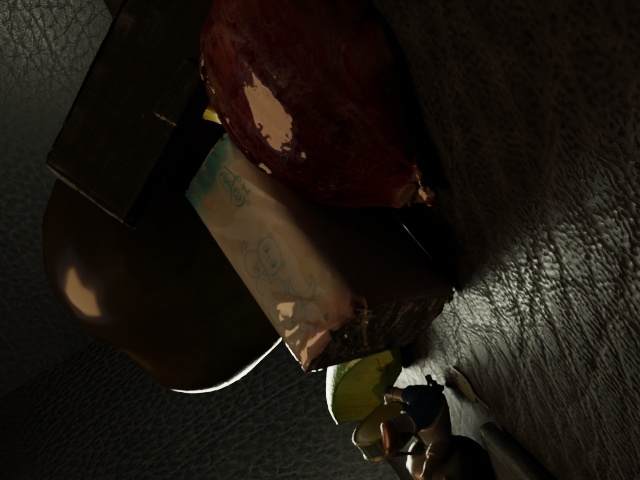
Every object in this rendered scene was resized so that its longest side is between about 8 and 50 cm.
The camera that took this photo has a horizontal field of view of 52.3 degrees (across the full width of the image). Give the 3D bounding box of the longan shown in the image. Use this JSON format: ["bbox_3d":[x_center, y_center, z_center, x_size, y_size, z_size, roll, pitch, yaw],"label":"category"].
[{"bbox_3d":[-0.201,0.015,0.950,0.336,0.404,0.404,-7,123,34],"label":"longan"}]

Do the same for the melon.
[{"bbox_3d":[0.082,0.190,1.127,0.124,0.196,0.323,19,149,12],"label":"melon"}]

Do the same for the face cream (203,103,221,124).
[{"bbox_3d":[-0.165,-0.193,1.266,0.078,0.078,0.273,53,168,27],"label":"face cream"}]

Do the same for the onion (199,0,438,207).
[{"bbox_3d":[-0.013,-0.119,0.596,0.283,0.120,0.227,48,155,12],"label":"onion"}]

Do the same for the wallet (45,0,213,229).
[{"bbox_3d":[-0.194,-0.186,0.744,0.169,0.317,0.044,31,-173,24],"label":"wallet"}]

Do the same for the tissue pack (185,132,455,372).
[{"bbox_3d":[-0.002,0.000,0.736,0.271,0.201,0.124,53,125,27],"label":"tissue pack"}]

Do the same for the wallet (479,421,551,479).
[{"bbox_3d":[0.290,0.358,0.866,0.167,0.036,0.222,44,161,57],"label":"wallet"}]

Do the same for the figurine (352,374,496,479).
[{"bbox_3d":[0.180,0.353,1.003,0.275,0.158,0.161,55,-162,-5],"label":"figurine"}]

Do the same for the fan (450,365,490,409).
[{"bbox_3d":[0.206,0.207,0.895,0.083,0.004,0.056,42,162,54],"label":"fan"}]
